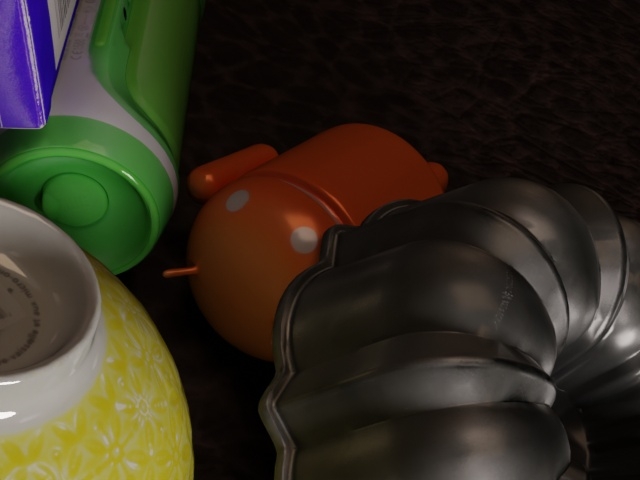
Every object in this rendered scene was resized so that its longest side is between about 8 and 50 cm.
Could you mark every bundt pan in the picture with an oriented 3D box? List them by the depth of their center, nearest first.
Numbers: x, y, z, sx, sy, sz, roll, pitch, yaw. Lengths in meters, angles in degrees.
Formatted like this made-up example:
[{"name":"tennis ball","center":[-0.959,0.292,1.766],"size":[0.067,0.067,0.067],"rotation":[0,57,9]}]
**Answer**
[{"name":"bundt pan","center":[0.135,0.105,0.664],"size":[0.331,0.124,0.330],"rotation":[19,57,-31]}]

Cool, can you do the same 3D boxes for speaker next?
[{"name":"speaker","center":[-0.148,-0.113,0.814],"size":[0.131,0.131,0.296],"rotation":[17,41,-15]}]

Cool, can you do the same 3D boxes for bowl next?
[{"name":"bowl","center":[-0.183,0.069,0.576],"size":[0.290,0.156,0.289],"rotation":[16,41,-15]}]

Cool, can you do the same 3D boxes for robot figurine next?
[{"name":"robot figurine","center":[0.002,0.001,0.780],"size":[0.219,0.128,0.158],"rotation":[-33,100,-47]}]

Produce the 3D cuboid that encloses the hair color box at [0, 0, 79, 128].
[{"name":"hair color box","center":[-0.319,-0.161,0.694],"size":[0.339,0.110,0.185],"rotation":[2,43,-1]}]
